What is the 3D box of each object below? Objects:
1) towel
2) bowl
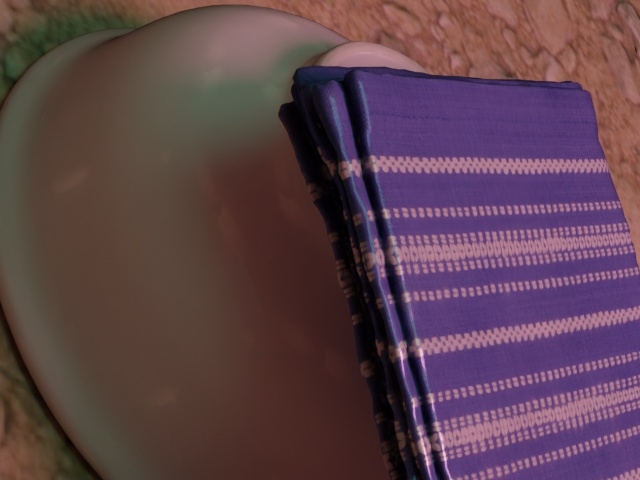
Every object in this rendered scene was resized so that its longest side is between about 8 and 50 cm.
[{"bbox_3d":[0.094,0.087,0.754,0.243,0.040,0.336,-5,80,-56],"label":"towel"},{"bbox_3d":[0.000,0.000,0.825,0.298,0.134,0.298,32,43,-35],"label":"bowl"}]
